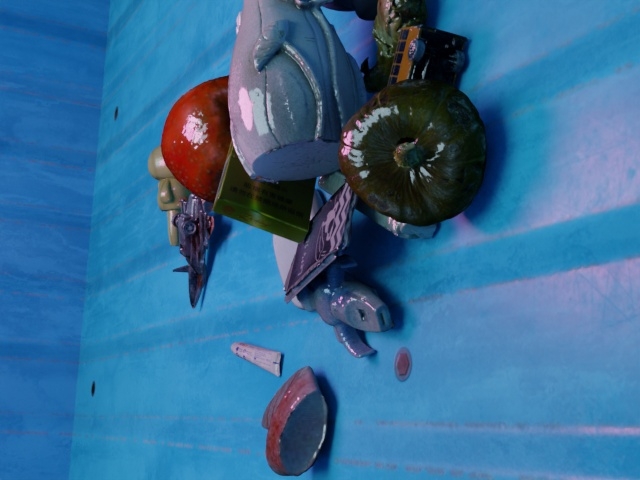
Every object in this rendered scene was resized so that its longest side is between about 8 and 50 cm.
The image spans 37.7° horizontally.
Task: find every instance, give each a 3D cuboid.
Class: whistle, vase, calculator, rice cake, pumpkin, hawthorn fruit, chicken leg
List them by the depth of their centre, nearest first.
[{"bbox_3d":[0.139,-0.127,1.351,0.162,0.219,0.219,-33,-41,-71],"label":"pumpkin"},{"bbox_3d":[0.122,-0.331,1.578,0.103,0.088,0.228,50,137,37],"label":"chicken leg"},{"bbox_3d":[0.090,-0.069,1.586,0.336,0.066,0.063,39,120,59],"label":"rice cake"},{"bbox_3d":[0.001,0.000,1.601,0.274,0.028,0.166,136,153,-60],"label":"calculator"},{"bbox_3d":[0.040,0.105,1.611,0.269,0.093,0.180,19,124,63],"label":"whistle"},{"bbox_3d":[-0.061,-0.334,1.652,0.250,0.250,0.445,-36,58,55],"label":"vase"},{"bbox_3d":[-0.039,0.001,1.850,0.184,0.042,0.295,-57,37,41],"label":"calculator"},{"bbox_3d":[-0.201,-0.220,1.994,0.299,0.275,0.275,136,136,-63],"label":"hawthorn fruit"},{"bbox_3d":[-0.377,-0.139,2.510,0.141,0.141,0.294,-24,81,60],"label":"whistle"}]

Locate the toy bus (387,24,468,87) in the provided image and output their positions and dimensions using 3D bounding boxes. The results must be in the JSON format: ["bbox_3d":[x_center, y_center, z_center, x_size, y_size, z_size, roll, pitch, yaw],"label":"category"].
[{"bbox_3d":[0.154,-0.239,1.474,0.103,0.091,0.182,-148,71,-68],"label":"toy bus"}]

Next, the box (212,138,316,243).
[{"bbox_3d":[-0.090,-0.139,1.744,0.311,0.173,0.043,-81,17,-46],"label":"box"}]

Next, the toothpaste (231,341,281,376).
[{"bbox_3d":[-0.137,0.246,1.994,0.218,0.033,0.052,7,93,61],"label":"toothpaste"}]

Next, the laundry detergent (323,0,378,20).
[{"bbox_3d":[0.074,-0.477,1.698,0.290,0.094,0.143,42,119,59],"label":"laundry detergent"}]

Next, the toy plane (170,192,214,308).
[{"bbox_3d":[-0.315,0.011,2.330,0.223,0.104,0.326,27,108,62],"label":"toy plane"}]

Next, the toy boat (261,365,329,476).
[{"bbox_3d":[-0.064,0.333,1.792,0.282,0.096,0.206,176,107,-76],"label":"toy boat"}]
